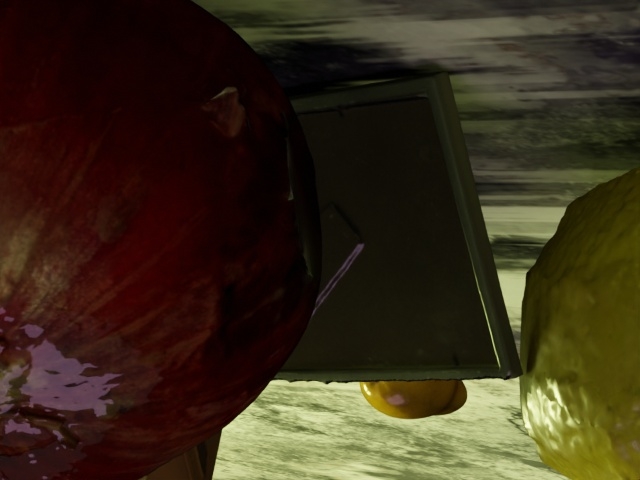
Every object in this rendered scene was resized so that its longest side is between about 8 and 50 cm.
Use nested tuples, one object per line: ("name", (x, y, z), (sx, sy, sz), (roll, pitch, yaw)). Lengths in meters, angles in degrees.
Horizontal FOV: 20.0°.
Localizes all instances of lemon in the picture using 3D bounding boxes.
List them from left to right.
("lemon", (0.262, 0.073, 1.227), (0.268, 0.268, 0.322), (12, 170, -6))

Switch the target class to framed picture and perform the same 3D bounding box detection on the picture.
("framed picture", (0.000, 0.000, 1.274), (0.289, 0.213, 0.016), (-5, -165, 44))

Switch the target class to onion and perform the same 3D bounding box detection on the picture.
("onion", (-0.154, -0.013, 1.072), (0.341, 0.341, 0.341), (10, 165, 3))

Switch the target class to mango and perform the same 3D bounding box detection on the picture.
("mango", (0.102, 0.151, 1.945), (0.102, 0.085, 0.184), (-1, 172, 22))

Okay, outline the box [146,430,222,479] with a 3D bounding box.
("box", (-0.248, 0.096, 1.589), (0.339, 0.229, 0.239), (7, 145, 10))
